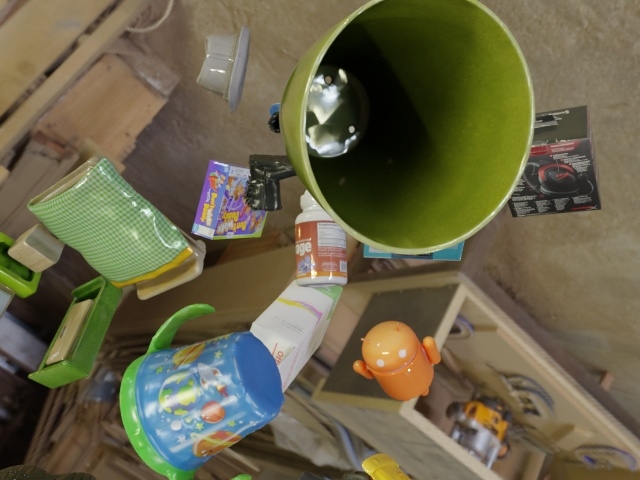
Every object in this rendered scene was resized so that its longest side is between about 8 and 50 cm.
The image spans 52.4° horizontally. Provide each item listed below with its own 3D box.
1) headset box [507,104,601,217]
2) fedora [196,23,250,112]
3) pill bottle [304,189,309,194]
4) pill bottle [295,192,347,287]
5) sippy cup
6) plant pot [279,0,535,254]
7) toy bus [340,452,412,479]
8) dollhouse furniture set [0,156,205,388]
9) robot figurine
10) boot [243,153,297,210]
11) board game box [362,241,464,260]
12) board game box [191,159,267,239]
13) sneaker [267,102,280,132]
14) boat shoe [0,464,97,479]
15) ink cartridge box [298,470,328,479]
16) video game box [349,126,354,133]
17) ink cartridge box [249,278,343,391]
[{"bbox_3d":[0.540,-0.190,1.553,0.218,0.110,0.293,-5,143,28],"label":"headset box"},{"bbox_3d":[-0.269,-0.480,1.794,0.125,0.243,0.275,11,-172,-8],"label":"fedora"},{"bbox_3d":[0.044,-0.145,1.955,0.103,0.184,0.103,22,126,33],"label":"pill bottle"},{"bbox_3d":[0.000,0.000,1.543,0.121,0.216,0.121,-2,170,0],"label":"pill bottle"},{"bbox_3d":[-0.197,0.277,1.173,0.224,0.240,0.305,-26,97,16],"label":"sippy cup"},{"bbox_3d":[0.059,-0.149,0.807,0.275,0.274,0.293,44,175,-23],"label":"plant pot"},{"bbox_3d":[0.118,0.534,1.175,0.211,0.220,0.149,33,-178,29],"label":"toy bus"},{"bbox_3d":[-0.321,0.055,0.843,0.302,0.151,0.197,-23,129,35],"label":"dollhouse furniture set"},{"bbox_3d":[0.167,0.264,1.425,0.158,0.128,0.219,9,142,41],"label":"robot figurine"},{"bbox_3d":[-0.078,-0.100,1.160,0.121,0.045,0.099,4,117,-3],"label":"boot"},{"bbox_3d":[0.238,-0.069,1.799,0.254,0.336,0.079,3,121,-1],"label":"board game box"},{"bbox_3d":[-0.272,-0.128,2.124,0.078,0.233,0.347,19,-172,18],"label":"board game box"},{"bbox_3d":[-0.111,-0.326,1.728,0.152,0.085,0.058,44,125,38],"label":"sneaker"},{"bbox_3d":[-0.688,0.643,1.601,0.324,0.122,0.119,0,110,20],"label":"boat shoe"},{"bbox_3d":[-0.034,0.766,1.752,0.166,0.333,0.065,17,112,14],"label":"ink cartridge box"},{"bbox_3d":[0.159,-0.284,1.879,0.205,0.187,0.048,50,132,48],"label":"video game box"},{"bbox_3d":[-0.089,0.242,1.558,0.119,0.353,0.207,27,122,11],"label":"ink cartridge box"}]
